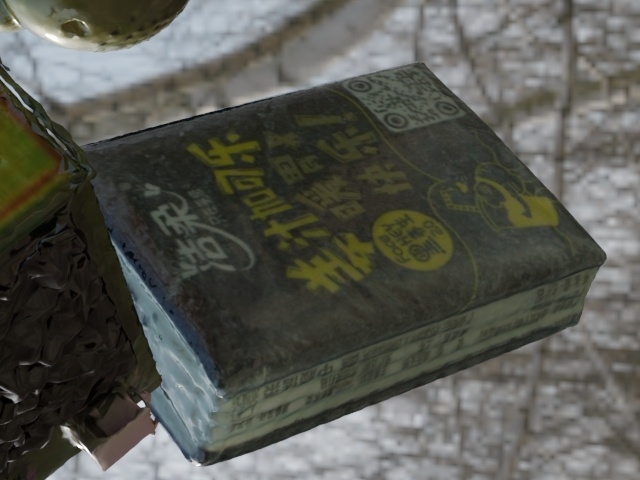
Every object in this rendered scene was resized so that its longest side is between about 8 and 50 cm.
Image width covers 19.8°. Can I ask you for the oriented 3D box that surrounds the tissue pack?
[{"bbox_3d":[0.000,0.000,0.999,0.257,0.185,0.081,-18,-39,-31],"label":"tissue pack"}]

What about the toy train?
[{"bbox_3d":[-0.151,-0.001,0.652,0.134,0.177,0.261,-40,-19,-14],"label":"toy train"}]

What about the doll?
[{"bbox_3d":[-0.144,-0.243,1.367,0.177,0.261,0.161,-34,-90,-37],"label":"doll"}]
